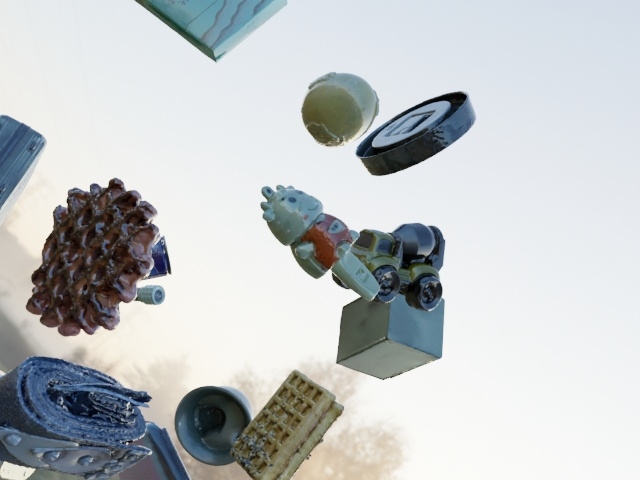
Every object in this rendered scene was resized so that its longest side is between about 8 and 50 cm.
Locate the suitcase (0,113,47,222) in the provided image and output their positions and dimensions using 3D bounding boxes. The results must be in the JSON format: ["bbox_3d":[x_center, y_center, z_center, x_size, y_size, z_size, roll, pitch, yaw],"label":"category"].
[{"bbox_3d":[-0.695,-0.105,1.792,0.128,0.312,0.202,30,-50,-15],"label":"suitcase"}]

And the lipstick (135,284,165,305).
[{"bbox_3d":[-0.324,0.092,1.501,0.116,0.037,0.037,1,-46,31],"label":"lipstick"}]

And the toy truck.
[{"bbox_3d":[0.140,0.036,1.678,0.224,0.165,0.147,11,5,-38],"label":"toy truck"}]

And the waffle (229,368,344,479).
[{"bbox_3d":[-0.045,0.246,1.120,0.042,0.148,0.102,47,-13,-31],"label":"waffle"}]

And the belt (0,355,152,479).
[{"bbox_3d":[-0.306,0.210,1.056,0.218,0.128,0.122,31,32,-52],"label":"belt"}]

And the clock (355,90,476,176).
[{"bbox_3d":[0.239,-0.269,2.172,0.066,0.319,0.319,59,-19,-18],"label":"clock"}]

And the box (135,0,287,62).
[{"bbox_3d":[-0.188,-0.400,1.387,0.229,0.162,0.041,40,-17,22],"label":"box"}]

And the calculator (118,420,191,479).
[{"bbox_3d":[-0.252,0.436,1.414,0.293,0.051,0.173,56,-46,27],"label":"calculator"}]

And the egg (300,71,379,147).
[{"bbox_3d":[0.041,-0.286,1.899,0.164,0.164,0.201,54,-31,-10],"label":"egg"}]

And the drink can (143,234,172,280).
[{"bbox_3d":[-0.454,0.054,1.918,0.097,0.235,0.097,170,-90,-78],"label":"drink can"}]

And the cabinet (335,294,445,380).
[{"bbox_3d":[0.155,0.203,1.920,0.150,0.145,0.206,22,-32,-24],"label":"cabinet"}]

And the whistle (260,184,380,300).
[{"bbox_3d":[-0.002,0.002,1.394,0.253,0.101,0.106,45,-20,-5],"label":"whistle"}]

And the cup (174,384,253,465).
[{"bbox_3d":[-0.237,0.428,2.112,0.199,0.199,0.150,50,16,2],"label":"cup"}]

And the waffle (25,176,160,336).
[{"bbox_3d":[-0.303,0.023,1.159,0.234,0.221,0.055,3,-17,42],"label":"waffle"}]

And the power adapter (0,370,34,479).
[{"bbox_3d":[-0.519,0.261,1.328,0.205,0.130,0.125,27,-14,13],"label":"power adapter"}]
